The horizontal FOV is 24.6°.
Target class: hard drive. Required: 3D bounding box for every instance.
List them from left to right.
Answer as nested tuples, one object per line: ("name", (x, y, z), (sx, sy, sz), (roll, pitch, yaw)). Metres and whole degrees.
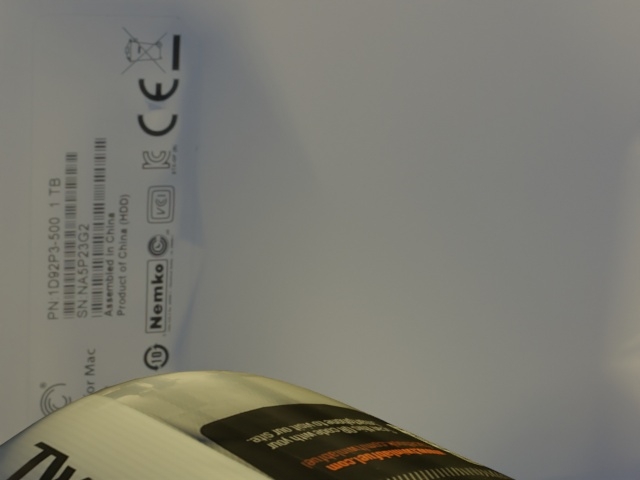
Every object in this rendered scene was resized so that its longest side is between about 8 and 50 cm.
("hard drive", (0.000, 0.000, 0.484), (0.307, 0.040, 0.203), (-2, 106, -22))

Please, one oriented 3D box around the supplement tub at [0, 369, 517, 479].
("supplement tub", (0.054, 0.166, 0.292), (0.207, 0.338, 0.207), (-15, 113, -40))
